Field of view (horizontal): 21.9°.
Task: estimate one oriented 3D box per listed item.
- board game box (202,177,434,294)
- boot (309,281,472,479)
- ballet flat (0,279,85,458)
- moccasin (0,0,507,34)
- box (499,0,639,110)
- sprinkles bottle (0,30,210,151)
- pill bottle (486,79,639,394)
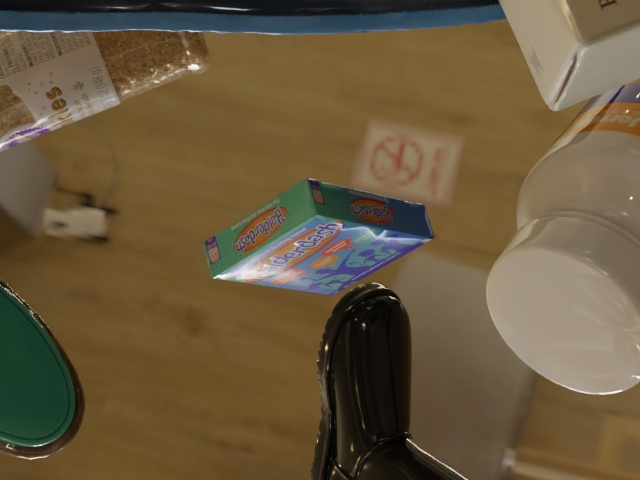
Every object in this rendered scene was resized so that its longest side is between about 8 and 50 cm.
[{"bbox_3d":[0.000,0.000,1.823,0.210,0.160,0.047,10,-123,-49],"label":"board game box"},{"bbox_3d":[0.086,0.185,1.501,0.094,0.207,0.247,-10,-61,-37],"label":"boot"},{"bbox_3d":[-0.329,0.054,1.279,0.116,0.342,0.124,-56,2,-23],"label":"ballet flat"},{"bbox_3d":[-0.019,-0.151,0.711,0.342,0.137,0.117,-8,-73,-38],"label":"moccasin"},{"bbox_3d":[0.196,-0.154,0.626,0.094,0.275,0.113,91,156,-80],"label":"box"},{"bbox_3d":[-0.281,-0.143,1.480,0.121,0.355,0.121,157,90,-86],"label":"sprinkles bottle"},{"bbox_3d":[0.219,-0.030,1.056,0.272,0.152,0.152,-46,-30,-38],"label":"pill bottle"}]
